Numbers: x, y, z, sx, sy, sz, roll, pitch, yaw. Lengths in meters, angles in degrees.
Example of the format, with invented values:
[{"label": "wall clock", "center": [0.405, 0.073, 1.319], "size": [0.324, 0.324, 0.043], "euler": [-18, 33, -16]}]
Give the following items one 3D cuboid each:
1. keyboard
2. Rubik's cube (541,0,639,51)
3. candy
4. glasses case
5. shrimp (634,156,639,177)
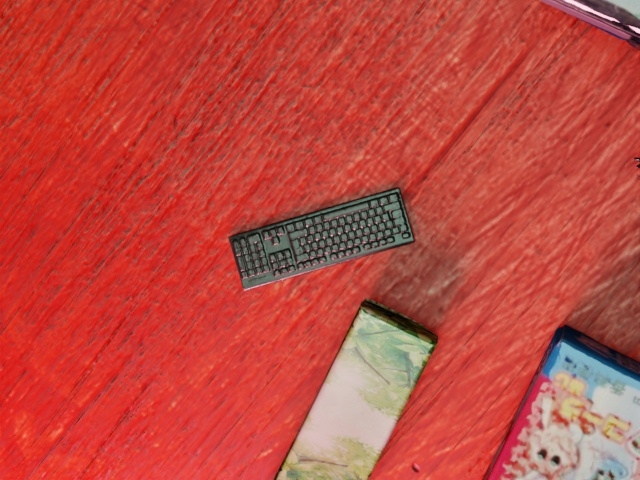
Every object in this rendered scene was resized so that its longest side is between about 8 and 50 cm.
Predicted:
[{"label": "keyboard", "center": [0.000, 0.000, 1.401], "size": [0.202, 0.011, 0.067], "euler": [-16, 91, 12]}, {"label": "Rubik's cube", "center": [0.406, -0.300, 1.112], "size": [0.362, 0.359, 0.363], "euler": [30, 100, 6]}, {"label": "candy", "center": [0.255, 0.260, 1.329], "size": [0.157, 0.100, 0.306], "euler": [26, 101, 8]}, {"label": "glasses case", "center": [0.029, 0.205, 1.390], "size": [0.095, 0.062, 0.272], "euler": [27, 101, 2]}, {"label": "shrimp", "center": [0.456, -0.044, 1.263], "size": [0.262, 0.051, 0.198], "euler": [41, 114, -1]}]
